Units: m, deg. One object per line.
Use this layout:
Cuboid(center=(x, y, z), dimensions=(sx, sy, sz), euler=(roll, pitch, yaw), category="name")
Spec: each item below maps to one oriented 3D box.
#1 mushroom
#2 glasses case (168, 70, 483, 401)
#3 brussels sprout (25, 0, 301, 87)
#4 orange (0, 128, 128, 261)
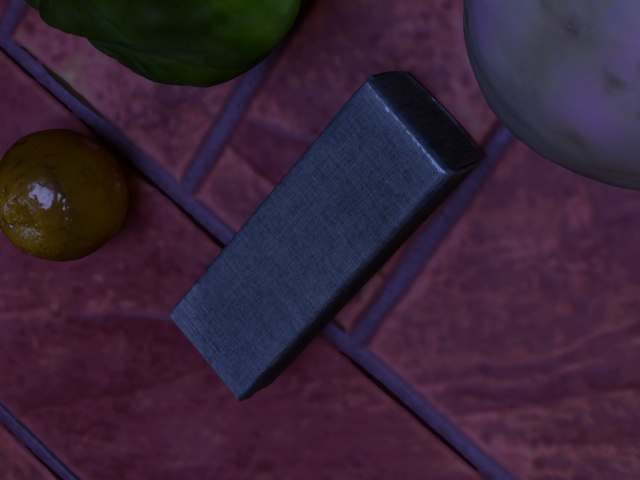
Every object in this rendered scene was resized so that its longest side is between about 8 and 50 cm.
Cuboid(center=(0.117, -0.102, 0.722), dimensions=(0.236, 0.162, 0.173), euler=(47, 121, 10), category="mushroom")
Cuboid(center=(0.000, 0.000, 0.893), dimensions=(0.071, 0.047, 0.205), euler=(49, 124, 12), category="glasses case")
Cuboid(center=(-0.087, -0.166, 0.835), dimensions=(0.181, 0.143, 0.161), euler=(19, 152, 23), category="brussels sprout")
Cuboid(center=(-0.155, -0.028, 0.960), dimensions=(0.083, 0.070, 0.083), euler=(18, 127, 26), category="orange")
